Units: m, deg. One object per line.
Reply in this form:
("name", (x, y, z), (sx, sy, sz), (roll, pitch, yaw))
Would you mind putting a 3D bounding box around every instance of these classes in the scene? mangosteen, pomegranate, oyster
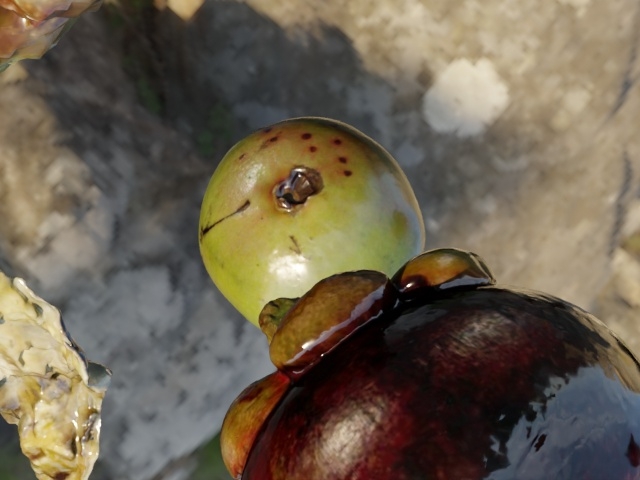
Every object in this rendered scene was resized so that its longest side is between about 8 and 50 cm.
("mangosteen", (0.029, 0.062, 0.455), (0.140, 0.140, 0.140), (-43, 164, -16))
("pomegranate", (0.002, 0.007, 1.266), (0.179, 0.179, 0.210), (-44, 129, -11))
("oyster", (-0.294, 0.085, 1.397), (0.115, 0.238, 0.351), (-43, 155, -15))

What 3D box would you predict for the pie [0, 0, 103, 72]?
("pie", (-0.277, -0.133, 0.695), (0.418, 0.180, 0.395), (-16, -165, 2))
